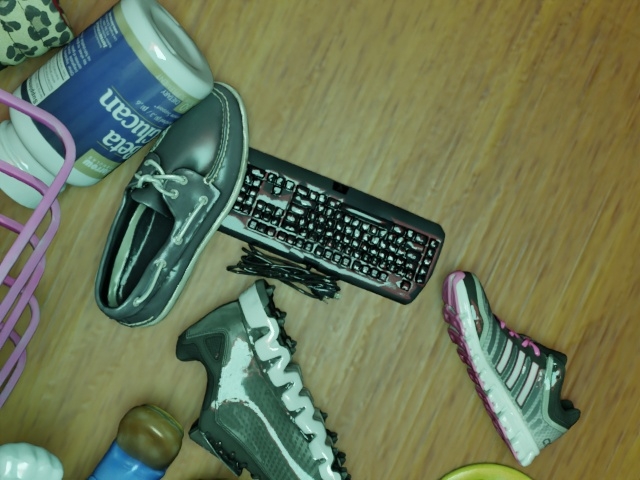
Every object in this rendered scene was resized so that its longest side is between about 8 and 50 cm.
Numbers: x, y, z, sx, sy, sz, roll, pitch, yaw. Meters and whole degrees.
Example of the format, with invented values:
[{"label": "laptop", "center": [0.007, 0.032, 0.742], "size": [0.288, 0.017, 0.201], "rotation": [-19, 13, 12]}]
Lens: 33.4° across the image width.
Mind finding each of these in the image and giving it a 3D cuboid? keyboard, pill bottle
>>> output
[{"label": "keyboard", "center": [0.000, 0.000, 0.854], "size": [0.192, 0.038, 0.100], "rotation": [21, 90, -3]}, {"label": "pill bottle", "center": [-0.171, -0.100, 0.802], "size": [0.169, 0.094, 0.094], "rotation": [-36, 94, 14]}]

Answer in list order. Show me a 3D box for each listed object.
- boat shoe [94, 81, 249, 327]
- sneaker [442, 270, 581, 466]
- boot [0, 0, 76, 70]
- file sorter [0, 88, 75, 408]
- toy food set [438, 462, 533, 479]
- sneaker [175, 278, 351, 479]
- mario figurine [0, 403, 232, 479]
[{"label": "boat shoe", "center": [-0.116, -0.029, 0.823], "size": [0.075, 0.065, 0.206], "rotation": [24, 92, 18]}, {"label": "sneaker", "center": [0.156, 0.093, 0.856], "size": [0.075, 0.063, 0.170], "rotation": [-26, 98, -2]}, {"label": "boot", "center": [-0.377, -0.238, 0.770], "size": [0.284, 0.138, 0.377], "rotation": [-25, 97, -2]}, {"label": "file sorter", "center": [-0.290, 0.031, 0.694], "size": [0.202, 0.290, 0.182], "rotation": [27, 52, -4]}, {"label": "toy food set", "center": [0.116, 0.289, 0.854], "size": [0.128, 0.071, 0.218], "rotation": [28, 90, -4]}, {"label": "sneaker", "center": [-0.045, 0.155, 0.840], "size": [0.106, 0.078, 0.234], "rotation": [-22, 91, 2]}, {"label": "mario figurine", "center": [-0.171, 0.263, 0.725], "size": [0.198, 0.170, 0.320], "rotation": [24, 51, 23]}]
